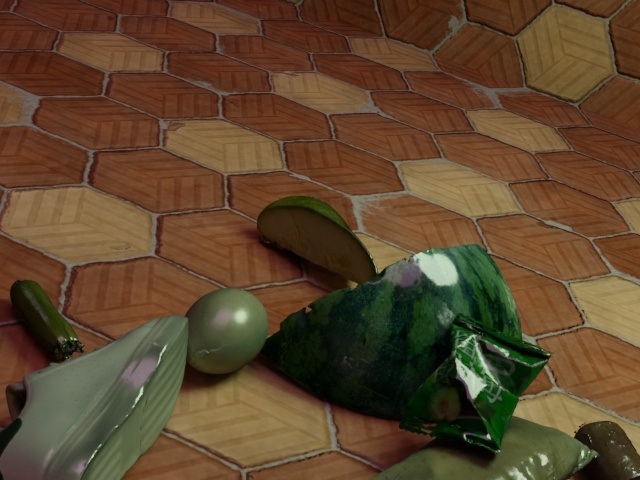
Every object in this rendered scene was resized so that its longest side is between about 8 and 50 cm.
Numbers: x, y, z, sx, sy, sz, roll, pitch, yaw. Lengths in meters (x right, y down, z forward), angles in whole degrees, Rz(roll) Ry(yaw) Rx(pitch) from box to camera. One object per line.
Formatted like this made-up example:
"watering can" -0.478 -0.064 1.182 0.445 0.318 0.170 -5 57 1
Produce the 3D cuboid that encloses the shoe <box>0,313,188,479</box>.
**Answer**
"shoe" -0.283 0.194 1.305 0.160 0.131 0.363 14 30 10

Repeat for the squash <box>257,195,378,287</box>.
"squash" 0.000 0.000 1.803 0.169 0.093 0.252 8 17 -16

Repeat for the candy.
"candy" 0.203 0.192 1.433 0.141 0.078 0.203 28 54 14

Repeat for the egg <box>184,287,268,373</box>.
"egg" -0.135 0.127 1.512 0.114 0.114 0.152 23 29 17

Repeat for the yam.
"yam" 0.402 0.308 1.475 0.084 0.084 0.127 5 25 -19

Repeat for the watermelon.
"watermelon" 0.126 0.107 1.576 0.319 0.222 0.292 30 25 26

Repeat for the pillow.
"pillow" 0.211 0.298 1.393 0.185 0.074 0.302 19 23 35

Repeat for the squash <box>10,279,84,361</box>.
"squash" -0.377 0.110 1.491 0.052 0.052 0.183 -9 34 -38
